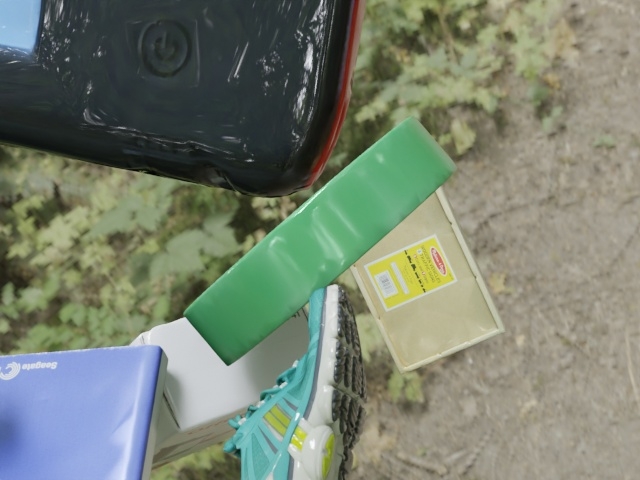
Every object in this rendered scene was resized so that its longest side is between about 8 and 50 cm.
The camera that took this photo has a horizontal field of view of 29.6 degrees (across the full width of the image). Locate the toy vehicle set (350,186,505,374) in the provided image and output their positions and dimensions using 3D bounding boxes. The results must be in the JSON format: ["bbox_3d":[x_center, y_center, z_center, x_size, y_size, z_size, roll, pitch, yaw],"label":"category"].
[{"bbox_3d":[0.135,0.041,1.729,0.166,0.267,0.035,-23,8,13],"label":"toy vehicle set"}]

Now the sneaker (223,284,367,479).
[{"bbox_3d":[-0.028,0.158,1.036,0.110,0.107,0.275,5,60,20],"label":"sneaker"}]

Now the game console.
[{"bbox_3d":[-0.146,-0.213,0.417,0.387,0.060,0.342,12,96,21],"label":"game console"}]

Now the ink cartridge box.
[{"bbox_3d":[-0.161,0.190,1.526,0.226,0.306,0.131,-17,78,-33],"label":"ink cartridge box"}]

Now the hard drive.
[{"bbox_3d":[-0.282,0.258,1.257,0.210,0.040,0.318,-6,51,13],"label":"hard drive"}]

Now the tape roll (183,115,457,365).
[{"bbox_3d":[0.000,0.000,1.277,0.321,0.321,0.077,-40,89,-12],"label":"tape roll"}]
